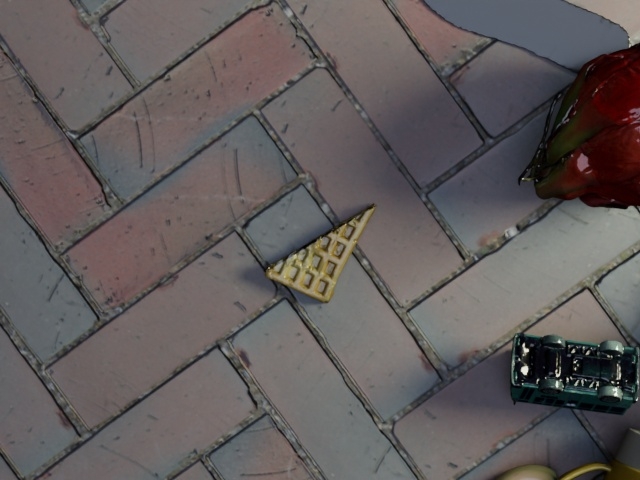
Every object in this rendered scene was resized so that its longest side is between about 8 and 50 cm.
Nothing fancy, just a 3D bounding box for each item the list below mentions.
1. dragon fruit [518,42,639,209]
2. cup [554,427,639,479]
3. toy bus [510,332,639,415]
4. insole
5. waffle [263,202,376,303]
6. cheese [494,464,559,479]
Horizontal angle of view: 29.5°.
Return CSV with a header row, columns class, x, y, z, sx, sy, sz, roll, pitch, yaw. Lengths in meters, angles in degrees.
class,x,y,z,sx,sy,sz,roll,pitch,yaw
dragon fruit,0.375,-0.119,1.464,0.293,0.234,0.234,-28,92,-13
cup,0.395,0.355,1.528,0.241,0.185,0.226,20,89,4
toy bus,0.320,0.173,1.559,0.160,0.092,0.079,7,65,2
insole,0.251,-0.303,1.575,0.322,0.007,0.109,26,97,1
waffle,0.000,0.000,1.601,0.097,0.023,0.153,28,96,0
cheese,0.245,0.360,1.599,0.171,0.047,0.092,-37,89,4
